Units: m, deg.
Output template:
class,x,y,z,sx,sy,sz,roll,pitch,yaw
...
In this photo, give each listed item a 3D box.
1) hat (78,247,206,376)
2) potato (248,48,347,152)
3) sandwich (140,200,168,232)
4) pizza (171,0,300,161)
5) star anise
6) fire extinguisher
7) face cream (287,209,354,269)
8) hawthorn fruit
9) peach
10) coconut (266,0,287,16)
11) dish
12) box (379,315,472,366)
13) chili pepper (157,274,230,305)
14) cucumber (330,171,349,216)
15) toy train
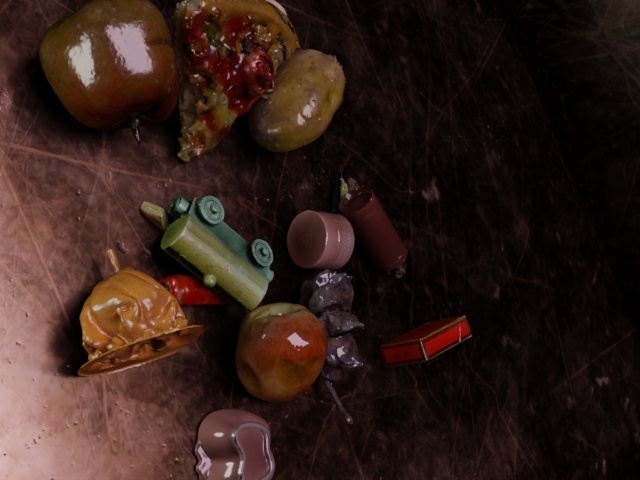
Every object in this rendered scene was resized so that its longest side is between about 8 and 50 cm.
class,x,y,z,sx,sy,sz,roll,pitch,yaw
hat,-0.378,0.114,1.442,0.233,0.244,0.233,0,63,-53
potato,-0.074,-0.337,1.878,0.229,0.229,0.266,52,43,-19
sandwich,-0.359,-0.055,1.617,0.083,0.044,0.031,45,54,-23
pizza,-0.205,-0.357,1.681,0.440,0.130,0.406,-9,125,-62
star anise,0.017,0.222,1.779,0.139,0.316,0.359,-9,40,-18
fire extinguisher,0.172,-0.014,2.082,0.337,0.106,0.147,56,26,-36
face cream,0.000,0.000,1.881,0.104,0.149,0.149,5,73,-45
hawthorn fruit,-0.414,-0.339,1.501,0.267,0.267,0.301,-28,103,-46
peach,-0.094,0.262,1.675,0.214,0.214,0.236,-10,116,-46
coconut,-0.166,-0.532,1.888,0.171,0.171,0.183,25,61,-37
dish,-0.170,0.468,1.597,0.213,0.090,0.213,17,66,-42
box,0.302,0.287,2.087,0.239,0.153,0.074,-17,85,-47
chili pepper,-0.291,0.112,1.613,0.272,0.063,0.071,12,66,-55
cucumber,0.057,-0.081,2.043,0.070,0.046,0.220,27,61,-39
toy train,-0.235,0.036,1.650,0.307,0.126,0.190,43,50,-29
